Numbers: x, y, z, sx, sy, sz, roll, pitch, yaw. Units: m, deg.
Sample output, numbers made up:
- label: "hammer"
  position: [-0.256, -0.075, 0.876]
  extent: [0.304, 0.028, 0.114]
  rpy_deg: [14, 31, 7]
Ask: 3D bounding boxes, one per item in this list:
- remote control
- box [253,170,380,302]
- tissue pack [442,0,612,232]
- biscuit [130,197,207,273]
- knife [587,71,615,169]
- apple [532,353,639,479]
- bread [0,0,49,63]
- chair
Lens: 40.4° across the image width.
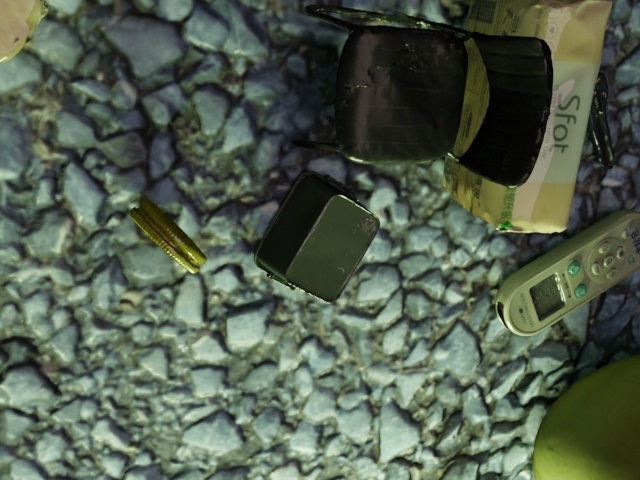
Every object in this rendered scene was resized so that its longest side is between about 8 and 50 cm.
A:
- label: "remote control"
  position: [0.299, 0.035, 1.021]
  extent: [0.221, 0.042, 0.078]
  rpy_deg: [-29, 117, -12]
- label: "box"
  position: [0.000, 0.000, 0.863]
  extent: [0.084, 0.069, 0.122]
  rpy_deg: [28, 94, -30]
- label: "tissue pack"
  position: [0.190, -0.134, 0.838]
  extent: [0.090, 0.186, 0.222]
  rpy_deg: [4, 106, -13]
- label: "biscuit"
  position: [-0.138, -0.004, 0.793]
  extent: [0.023, 0.084, 0.084]
  rpy_deg: [-46, 118, -3]
- label: "knife"
  position: [0.316, -0.136, 0.987]
  extent: [0.031, 0.018, 0.121]
  rpy_deg: [-27, 117, -12]
- label: "apple"
  position: [0.388, 0.272, 1.023]
  extent: [0.279, 0.279, 0.279]
  rpy_deg: [-7, 109, -21]
- label: "bread"
  position: [-0.317, -0.270, 0.646]
  extent: [0.316, 0.054, 0.316]
  rpy_deg: [-8, 111, -21]
- label: "chair"
  position: [0.082, -0.128, 0.770]
  extent: [0.145, 0.221, 0.140]
  rpy_deg: [-1, 107, -23]
